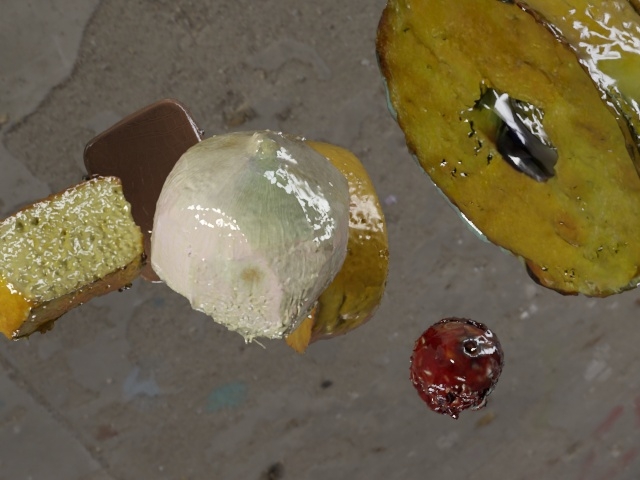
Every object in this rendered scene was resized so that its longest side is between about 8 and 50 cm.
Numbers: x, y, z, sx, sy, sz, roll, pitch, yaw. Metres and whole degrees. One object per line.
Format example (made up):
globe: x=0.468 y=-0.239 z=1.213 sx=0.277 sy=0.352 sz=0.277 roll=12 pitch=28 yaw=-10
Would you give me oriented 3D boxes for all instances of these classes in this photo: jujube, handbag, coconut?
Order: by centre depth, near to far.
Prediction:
coconut: x=-0.062 y=-0.016 z=0.909 sx=0.194 sy=0.194 sz=0.194 roll=-18 pitch=134 yaw=-20
jujube: x=0.141 y=0.136 z=1.085 sx=0.104 sy=0.104 sz=0.166 roll=-20 pitch=164 yaw=-19
handbag: x=-0.180 y=-0.052 z=1.131 sx=0.151 sy=0.072 sz=0.193 roll=-27 pitch=101 yaw=-2

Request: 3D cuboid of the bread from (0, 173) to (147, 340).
bread: x=-0.231 y=0.010 z=0.900 sx=0.187 sy=0.103 sz=0.065 roll=-27 pitch=163 yaw=-40

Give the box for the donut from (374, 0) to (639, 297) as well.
donut: x=0.164 y=-0.090 z=0.717 sx=0.107 sy=0.272 sz=0.272 roll=-34 pitch=138 yaw=-19

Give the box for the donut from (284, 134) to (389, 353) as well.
donut: x=-0.001 y=-0.002 z=1.257 sx=0.108 sy=0.277 sz=0.277 roll=-6 pitch=129 yaw=-18
